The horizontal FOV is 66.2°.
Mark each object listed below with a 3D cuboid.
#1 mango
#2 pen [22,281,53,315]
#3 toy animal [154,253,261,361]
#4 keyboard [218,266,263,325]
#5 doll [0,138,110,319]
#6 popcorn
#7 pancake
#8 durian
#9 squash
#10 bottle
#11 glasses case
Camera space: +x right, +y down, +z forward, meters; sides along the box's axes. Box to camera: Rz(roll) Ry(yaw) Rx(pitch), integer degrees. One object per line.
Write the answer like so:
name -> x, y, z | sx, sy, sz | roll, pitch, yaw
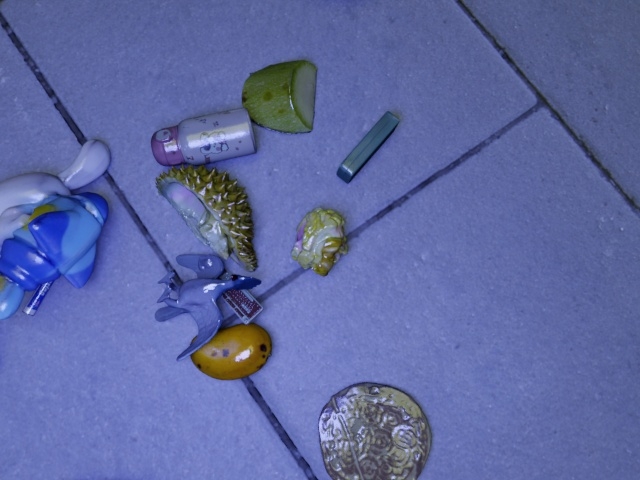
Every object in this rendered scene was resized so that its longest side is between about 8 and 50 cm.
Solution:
mango -> -0.191, 0.240, 1.050 | 0.177, 0.090, 0.115 | -12, 65, -2
pen -> -0.596, 0.073, 1.095 | 0.025, 0.025, 0.204 | 26, 78, 3
toy animal -> -0.254, 0.125, 1.041 | 0.176, 0.255, 0.239 | 21, 51, -33
keyboard -> -0.194, 0.116, 1.079 | 0.055, 0.017, 0.166 | -44, 59, -9
doll -> -0.585, -0.021, 1.033 | 0.376, 0.187, 0.366 | -43, 54, 7
popcorn -> 0.000, 0.000, 1.094 | 0.126, 0.126, 0.145 | 29, 68, 12
pancake -> 0.118, 0.430, 1.056 | 0.249, 0.031, 0.250 | 0, 79, -2
durian -> -0.237, -0.059, 1.084 | 0.306, 0.172, 0.166 | 45, 104, -2
squash -> -0.101, -0.362, 1.181 | 0.183, 0.085, 0.192 | 3, 77, -3
bottle -> -0.270, -0.231, 1.133 | 0.233, 0.110, 0.110 | -12, 79, -6
glasses case -> 0.112, -0.220, 1.165 | 0.039, 0.078, 0.184 | 40, 80, 2
